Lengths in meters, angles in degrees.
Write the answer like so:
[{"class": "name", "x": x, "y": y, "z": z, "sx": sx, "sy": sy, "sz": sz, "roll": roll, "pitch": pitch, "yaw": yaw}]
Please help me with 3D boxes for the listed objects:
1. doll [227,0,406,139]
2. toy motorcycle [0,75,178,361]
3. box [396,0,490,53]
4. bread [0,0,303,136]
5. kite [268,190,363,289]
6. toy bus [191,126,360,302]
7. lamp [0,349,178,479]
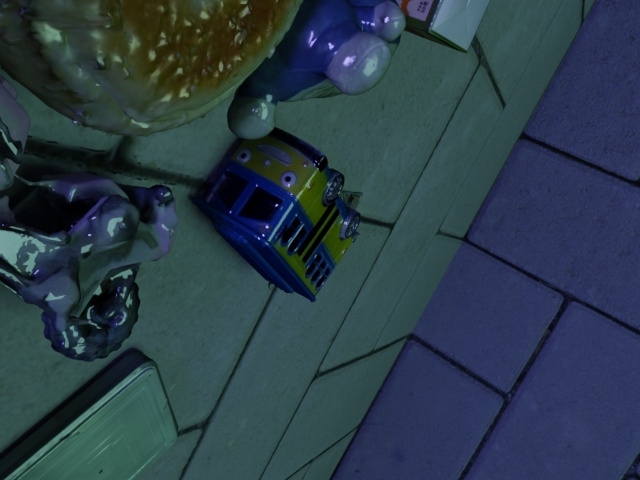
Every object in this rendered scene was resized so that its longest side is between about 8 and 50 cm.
[{"class": "doll", "x": 0.001, "y": -0.229, "z": 0.651, "sx": 0.228, "sy": 0.154, "sz": 0.258, "roll": -21, "pitch": -172, "yaw": 28}, {"class": "toy motorcycle", "x": -0.238, "y": -0.035, "z": 0.478, "sx": 0.188, "sy": 0.143, "sz": 0.327, "roll": -57, "pitch": 143, "yaw": -27}, {"class": "box", "x": 0.173, "y": -0.411, "z": 0.811, "sx": 0.178, "sy": 0.148, "sz": 0.194, "roll": -12, "pitch": 129, "yaw": -56}, {"class": "bread", "x": -0.132, "y": -0.233, "z": 0.407, "sx": 0.305, "sy": 0.159, "sz": 0.305, "roll": -48, "pitch": 158, "yaw": -27}, {"class": "kite", "x": 0.000, "y": 0.000, "z": 1.133, "sx": 0.314, "sy": 0.012, "sz": 0.335, "roll": -46, "pitch": 153, "yaw": -27}, {"class": "toy bus", "x": -0.052, "y": -0.033, "z": 0.831, "sx": 0.175, "sy": 0.138, "sz": 0.287, "roll": -55, "pitch": 157, "yaw": -11}, {"class": "lamp", "x": -0.337, "y": 0.321, "z": 0.802, "sx": 0.266, "sy": 0.047, "sz": 0.269, "roll": -41, "pitch": 151, "yaw": -33}]
